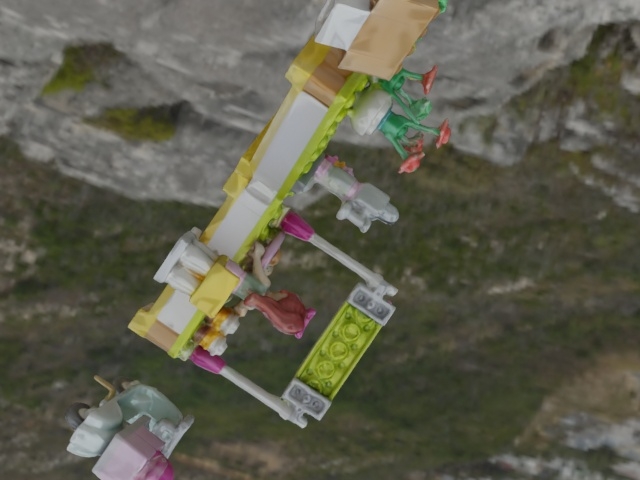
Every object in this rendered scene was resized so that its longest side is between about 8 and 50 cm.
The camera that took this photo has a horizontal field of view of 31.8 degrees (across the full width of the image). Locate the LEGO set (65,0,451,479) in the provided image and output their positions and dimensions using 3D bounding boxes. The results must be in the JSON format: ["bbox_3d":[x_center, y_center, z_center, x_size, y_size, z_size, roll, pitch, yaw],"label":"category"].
[{"bbox_3d":[0.000,0.000,0.520,0.107,0.287,0.132,35,-158,-2],"label":"LEGO set"}]
